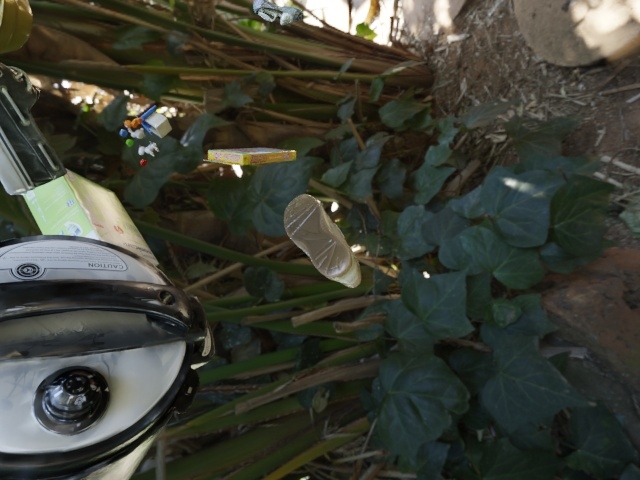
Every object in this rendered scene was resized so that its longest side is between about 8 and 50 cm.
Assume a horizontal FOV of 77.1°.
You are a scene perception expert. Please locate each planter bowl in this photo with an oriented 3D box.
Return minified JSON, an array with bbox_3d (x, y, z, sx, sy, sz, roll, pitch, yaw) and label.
[{"bbox_3d":[-0.637,-0.442,0.783,0.090,0.217,0.217,-10,-91,-67],"label":"planter bowl"}]

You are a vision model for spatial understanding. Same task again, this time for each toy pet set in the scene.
[{"bbox_3d":[-0.399,-0.249,0.894,0.065,0.114,0.122,35,159,12],"label":"toy pet set"}]

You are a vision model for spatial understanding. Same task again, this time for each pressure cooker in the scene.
[{"bbox_3d":[-0.390,0.200,0.604,0.420,0.375,0.370,-54,1,35],"label":"pressure cooker"}]

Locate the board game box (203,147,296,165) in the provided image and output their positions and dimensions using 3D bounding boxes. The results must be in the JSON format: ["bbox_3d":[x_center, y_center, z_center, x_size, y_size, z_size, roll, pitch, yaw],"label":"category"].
[{"bbox_3d":[-0.191,-0.236,1.123,0.124,0.259,0.039,13,112,29],"label":"board game box"}]

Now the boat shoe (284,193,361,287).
[{"bbox_3d":[0.000,0.000,1.098,0.110,0.121,0.341,44,-169,-46],"label":"boat shoe"}]

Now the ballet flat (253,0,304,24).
[{"bbox_3d":[-0.094,-0.500,0.891,0.041,0.114,0.041,-171,90,-77],"label":"ballet flat"}]

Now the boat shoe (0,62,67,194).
[{"bbox_3d":[-0.530,-0.237,0.657,0.121,0.119,0.335,36,142,31],"label":"boat shoe"}]

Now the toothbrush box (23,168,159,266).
[{"bbox_3d":[-0.583,-0.026,1.033,0.283,0.122,0.206,52,-178,19],"label":"toothbrush box"}]
